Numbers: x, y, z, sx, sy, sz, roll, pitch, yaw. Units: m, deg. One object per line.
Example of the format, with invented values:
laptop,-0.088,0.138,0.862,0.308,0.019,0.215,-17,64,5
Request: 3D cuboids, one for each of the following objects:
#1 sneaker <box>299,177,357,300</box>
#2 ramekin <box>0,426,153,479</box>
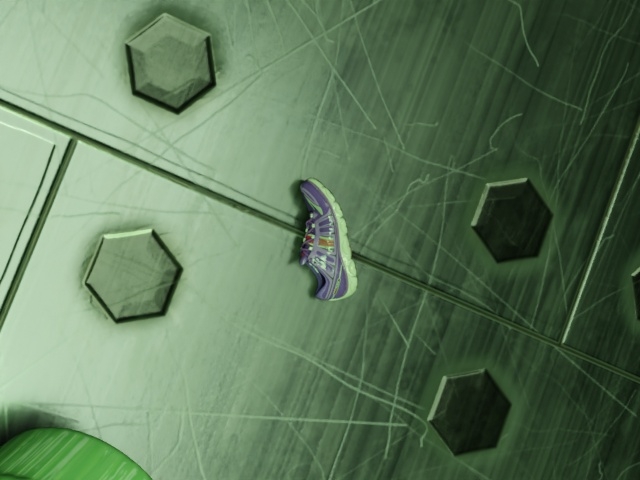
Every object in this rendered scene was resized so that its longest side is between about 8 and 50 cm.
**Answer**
sneaker,0.000,0.000,2.001,0.071,0.068,0.170,-16,96,-13
ramekin,-0.309,0.368,1.770,0.303,0.303,0.148,55,37,-12
